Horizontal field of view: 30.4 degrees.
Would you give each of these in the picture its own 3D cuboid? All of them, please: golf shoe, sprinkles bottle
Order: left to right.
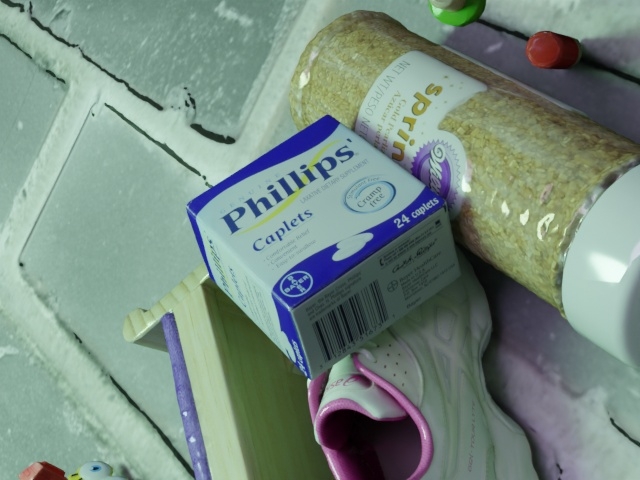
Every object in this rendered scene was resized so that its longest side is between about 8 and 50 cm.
[{"bbox_3d":[0.049,0.080,0.800,0.115,0.140,0.306,-42,48,29],"label":"golf shoe"},{"bbox_3d":[0.118,-0.049,0.791,0.355,0.121,0.121,38,103,47],"label":"sprinkles bottle"}]

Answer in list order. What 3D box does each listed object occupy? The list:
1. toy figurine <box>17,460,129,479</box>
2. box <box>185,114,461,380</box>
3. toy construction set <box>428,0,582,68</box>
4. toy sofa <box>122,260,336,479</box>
[{"bbox_3d":[-0.216,0.290,0.899,0.191,0.217,0.362,-48,50,-4],"label":"toy figurine"},{"bbox_3d":[0.000,0.000,0.777,0.126,0.072,0.137,-34,45,-17],"label":"box"},{"bbox_3d":[0.171,-0.272,0.809,0.257,0.237,0.309,9,99,18],"label":"toy construction set"},{"bbox_3d":[-0.038,0.204,0.832,0.177,0.150,0.363,-40,50,28],"label":"toy sofa"}]
